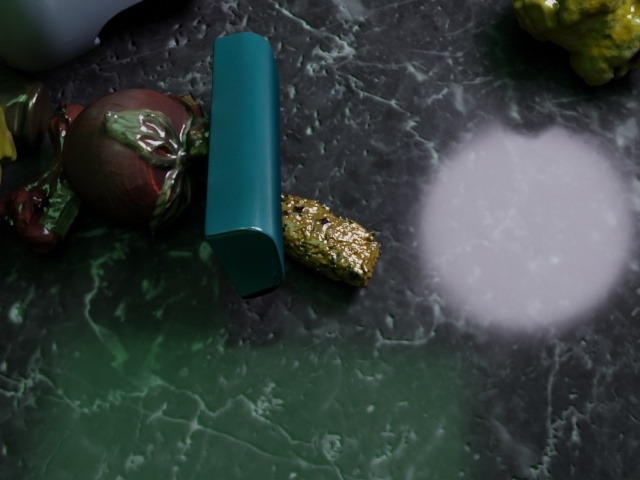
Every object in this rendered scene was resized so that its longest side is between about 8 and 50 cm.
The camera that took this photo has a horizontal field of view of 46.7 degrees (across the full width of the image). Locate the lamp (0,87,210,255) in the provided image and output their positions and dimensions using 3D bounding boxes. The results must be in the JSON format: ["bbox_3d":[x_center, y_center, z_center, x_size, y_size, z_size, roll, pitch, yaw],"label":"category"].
[{"bbox_3d":[-0.225,-0.076,0.830,0.223,0.151,0.215,-11,47,40],"label":"lamp"}]

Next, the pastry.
[{"bbox_3d":[0.000,0.000,0.841,0.140,0.056,0.080,20,53,9],"label":"pastry"}]

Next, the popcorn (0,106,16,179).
[{"bbox_3d":[-0.444,-0.078,0.751,0.235,0.242,0.250,22,100,-19],"label":"popcorn"}]

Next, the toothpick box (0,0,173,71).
[{"bbox_3d":[-0.302,-0.356,0.866,0.263,0.263,0.355,41,60,16],"label":"toothpick box"}]

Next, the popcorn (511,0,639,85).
[{"bbox_3d":[0.362,-0.306,0.966,0.201,0.226,0.203,-3,102,32],"label":"popcorn"}]

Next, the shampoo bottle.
[{"bbox_3d":[-0.503,-0.184,0.892,0.350,0.084,0.125,14,61,3],"label":"shampoo bottle"}]

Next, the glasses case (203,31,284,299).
[{"bbox_3d":[-0.074,-0.093,0.814,0.070,0.117,0.300,-12,52,7],"label":"glasses case"}]
